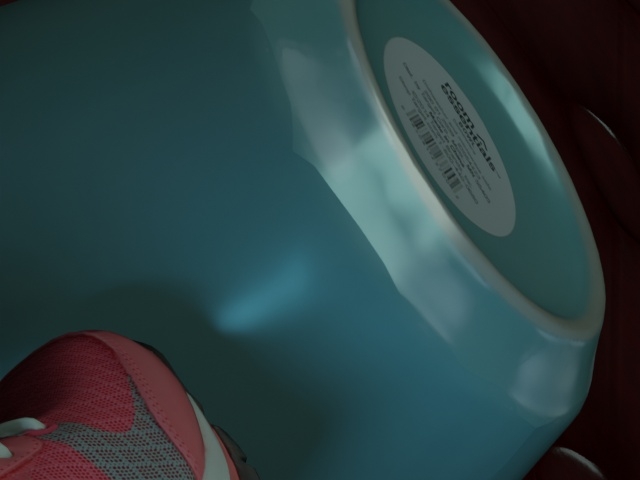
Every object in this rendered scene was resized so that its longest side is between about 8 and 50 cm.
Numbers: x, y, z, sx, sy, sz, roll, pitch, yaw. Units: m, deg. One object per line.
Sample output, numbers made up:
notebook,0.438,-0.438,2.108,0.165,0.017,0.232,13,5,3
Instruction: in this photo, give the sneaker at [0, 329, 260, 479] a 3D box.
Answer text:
sneaker,-0.105,0.098,0.494,0.136,0.116,0.314,48,25,-20

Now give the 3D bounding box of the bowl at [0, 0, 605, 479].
bowl,0.000,0.000,0.773,0.311,0.163,0.311,45,27,-30
